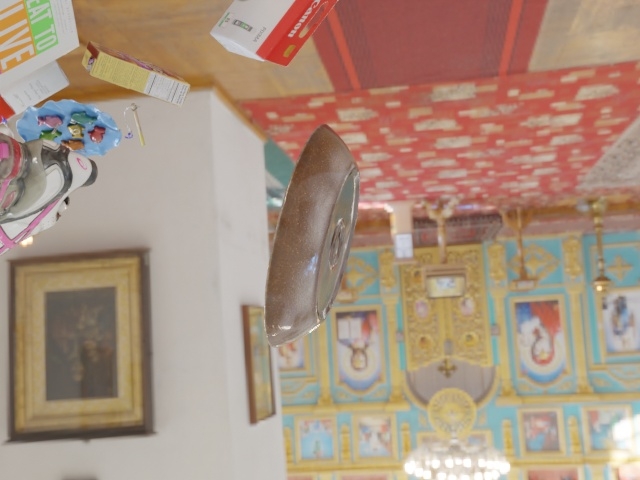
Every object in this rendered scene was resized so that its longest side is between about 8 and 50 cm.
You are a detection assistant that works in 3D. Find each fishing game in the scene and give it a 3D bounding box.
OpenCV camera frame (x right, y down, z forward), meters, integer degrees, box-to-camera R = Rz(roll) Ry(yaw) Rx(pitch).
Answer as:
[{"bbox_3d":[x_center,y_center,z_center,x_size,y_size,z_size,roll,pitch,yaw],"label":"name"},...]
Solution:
[{"bbox_3d":[-0.455,-0.189,1.432,0.264,0.041,0.189,-2,154,-10],"label":"fishing game"}]

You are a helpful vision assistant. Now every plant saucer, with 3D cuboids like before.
[{"bbox_3d":[0.000,0.000,0.683,0.036,0.198,0.198,12,177,10],"label":"plant saucer"}]

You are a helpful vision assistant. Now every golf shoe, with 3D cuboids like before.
[{"bbox_3d":[-0.244,-0.019,0.624,0.086,0.067,0.186,6,156,-40],"label":"golf shoe"}]

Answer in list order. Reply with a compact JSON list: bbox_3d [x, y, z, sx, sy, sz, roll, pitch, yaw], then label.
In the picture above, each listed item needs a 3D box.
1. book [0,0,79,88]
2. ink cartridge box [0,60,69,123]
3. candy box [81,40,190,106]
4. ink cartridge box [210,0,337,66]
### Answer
[{"bbox_3d":[-0.288,-0.186,0.707,0.144,0.035,0.096,-43,161,-31],"label":"book"},{"bbox_3d":[-0.674,-0.349,1.637,0.239,0.275,0.060,-33,142,-9],"label":"ink cartridge box"},{"bbox_3d":[-0.360,-0.325,1.544,0.187,0.053,0.109,17,-165,-33],"label":"candy box"},{"bbox_3d":[-0.066,-0.371,1.250,0.056,0.181,0.225,38,177,-33],"label":"ink cartridge box"}]
